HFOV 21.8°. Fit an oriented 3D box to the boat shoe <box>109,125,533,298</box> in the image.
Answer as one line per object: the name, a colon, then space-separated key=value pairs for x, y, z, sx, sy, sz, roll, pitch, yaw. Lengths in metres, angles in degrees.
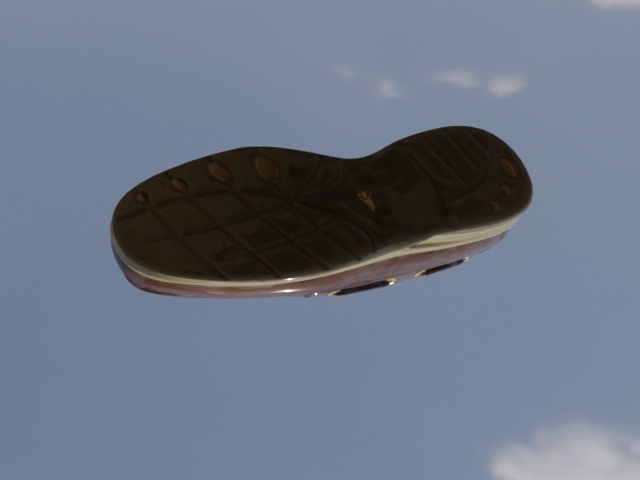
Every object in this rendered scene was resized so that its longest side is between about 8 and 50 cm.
boat shoe: x=0.000 y=0.000 z=0.677 sx=0.178 sy=0.060 sz=0.064 roll=-9 pitch=-123 yaw=-22
